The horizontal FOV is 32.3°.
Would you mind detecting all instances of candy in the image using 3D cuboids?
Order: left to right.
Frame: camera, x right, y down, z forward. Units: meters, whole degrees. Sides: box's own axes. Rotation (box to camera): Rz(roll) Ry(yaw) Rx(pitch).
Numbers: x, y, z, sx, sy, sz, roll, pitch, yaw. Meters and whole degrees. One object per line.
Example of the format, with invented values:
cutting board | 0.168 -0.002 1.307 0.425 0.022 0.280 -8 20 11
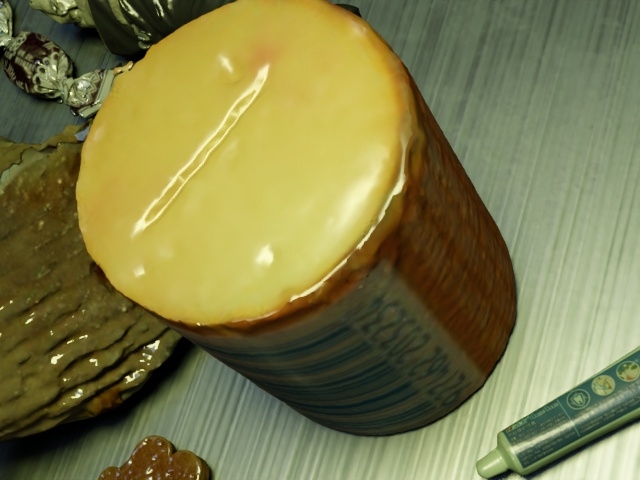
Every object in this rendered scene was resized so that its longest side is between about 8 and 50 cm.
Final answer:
candy | -0.287 -0.188 1.110 0.226 0.051 0.094 36 79 30

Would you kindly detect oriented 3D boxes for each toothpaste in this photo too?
toothpaste | 0.200 0.121 0.802 0.197 0.035 0.057 -29 66 1

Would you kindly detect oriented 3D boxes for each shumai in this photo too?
shumai | -0.256 0.019 0.970 0.346 0.217 0.283 -51 28 -19

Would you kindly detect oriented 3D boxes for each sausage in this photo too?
sausage | 0.000 0.000 0.785 0.233 0.287 0.233 -9 66 20

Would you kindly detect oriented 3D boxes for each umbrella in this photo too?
umbrella | -0.114 -0.214 1.032 0.357 0.106 0.113 19 81 27

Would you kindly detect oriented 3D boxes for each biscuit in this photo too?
biscuit | -0.147 0.244 0.872 0.124 0.026 0.175 21 75 25
